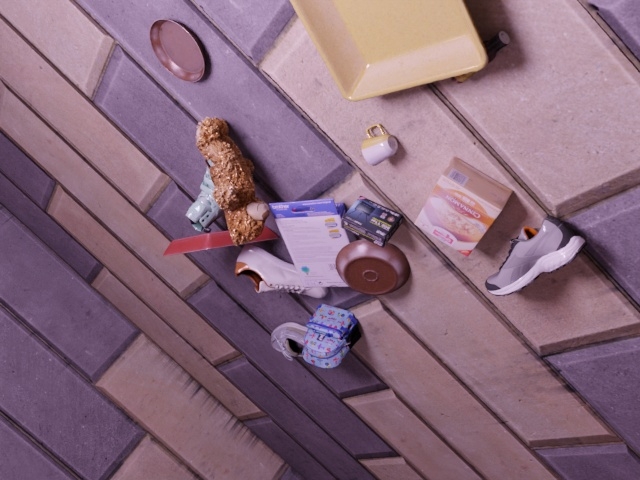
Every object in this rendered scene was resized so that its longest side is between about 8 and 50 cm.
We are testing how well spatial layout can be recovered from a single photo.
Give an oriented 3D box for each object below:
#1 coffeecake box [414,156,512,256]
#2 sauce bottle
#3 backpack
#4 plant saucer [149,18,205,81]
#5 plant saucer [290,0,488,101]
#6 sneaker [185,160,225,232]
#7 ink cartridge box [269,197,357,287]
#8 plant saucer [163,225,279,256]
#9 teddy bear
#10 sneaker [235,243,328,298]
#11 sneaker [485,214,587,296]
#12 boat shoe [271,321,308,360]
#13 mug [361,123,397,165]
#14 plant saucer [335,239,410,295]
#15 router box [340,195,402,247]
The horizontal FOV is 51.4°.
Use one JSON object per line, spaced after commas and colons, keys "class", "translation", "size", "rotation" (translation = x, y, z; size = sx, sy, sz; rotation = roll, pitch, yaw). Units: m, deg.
{"class": "coffeecake box", "translation": [0.302, -0.069, 1.432], "size": [0.142, 0.068, 0.185], "rotation": [32, 147, 9]}
{"class": "sauce bottle", "translation": [0.279, -0.325, 1.175], "size": [0.042, 0.042, 0.128], "rotation": [44, 145, -8]}
{"class": "backpack", "translation": [0.020, 0.300, 2.047], "size": [0.158, 0.173, 0.116], "rotation": [17, 141, 31]}
{"class": "plant saucer", "translation": [-0.342, -0.465, 1.616], "size": [0.169, 0.029, 0.168], "rotation": [25, 145, 19]}
{"class": "plant saucer", "translation": [0.108, -0.432, 1.176], "size": [0.333, 0.081, 0.332], "rotation": [-3, 129, 46]}
{"class": "sneaker", "translation": [-0.312, -0.125, 1.881], "size": [0.094, 0.151, 0.255], "rotation": [31, 145, 15]}
{"class": "ink cartridge box", "translation": [0.000, 0.000, 1.773], "size": [0.186, 0.065, 0.311], "rotation": [-3, 133, 23]}
{"class": "plant saucer", "translation": [-0.298, -0.001, 1.971], "size": [0.259, 0.259, 0.047], "rotation": [-8, 91, 48]}
{"class": "teddy bear", "translation": [-0.218, -0.160, 1.692], "size": [0.245, 0.113, 0.337], "rotation": [39, -148, -81]}
{"class": "sneaker", "translation": [-0.123, 0.128, 1.995], "size": [0.290, 0.123, 0.106], "rotation": [25, 152, -5]}
{"class": "sneaker", "translation": [0.438, 0.033, 1.414], "size": [0.108, 0.100, 0.271], "rotation": [51, 144, 7]}
{"class": "boat shoe", "translation": [-0.069, 0.354, 2.260], "size": [0.321, 0.103, 0.118], "rotation": [-4, 128, 46]}
{"class": "mug", "translation": [0.128, -0.207, 1.445], "size": [0.064, 0.062, 0.078], "rotation": [-18, 124, 43]}
{"class": "plant saucer", "translation": [0.134, 0.082, 1.741], "size": [0.199, 0.036, 0.198], "rotation": [8, 134, 8]}
{"class": "router box", "translation": [0.124, -0.047, 1.608], "size": [0.123, 0.092, 0.038], "rotation": [26, 145, 19]}
